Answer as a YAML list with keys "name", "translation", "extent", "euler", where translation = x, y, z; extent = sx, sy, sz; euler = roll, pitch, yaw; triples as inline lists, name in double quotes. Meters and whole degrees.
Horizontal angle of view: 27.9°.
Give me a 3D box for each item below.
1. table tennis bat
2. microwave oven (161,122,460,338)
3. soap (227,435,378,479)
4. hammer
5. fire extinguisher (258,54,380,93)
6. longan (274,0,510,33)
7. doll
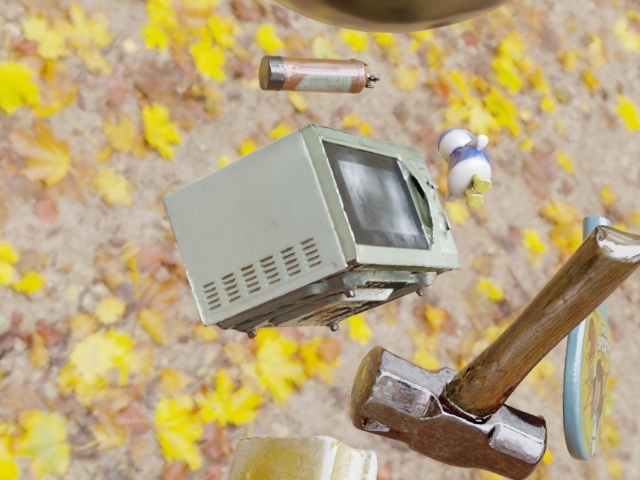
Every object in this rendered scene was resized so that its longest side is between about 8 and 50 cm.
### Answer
- name: "table tennis bat"
  translation: [0.354, 0.125, 1.694]
  extent: [0.215, 0.044, 0.329]
  euler: [45, 50, -59]
- name: "microwave oven"
  translation: [0.000, 0.000, 1.031]
  extent: [0.205, 0.163, 0.129]
  euler: [4, 63, -62]
- name: "soap"
  translation: [-0.039, 0.322, 1.238]
  extent: [0.080, 0.160, 0.257]
  euler: [26, 66, -33]
- name: "hammer"
  translation: [0.224, 0.124, 1.464]
  extent: [0.243, 0.409, 0.095]
  euler: [24, 42, -14]
- name: "fire extinguisher"
  translation: [0.007, -0.223, 1.735]
  extent: [0.177, 0.062, 0.050]
  euler: [0, 99, -21]
- name: "longan"
  translation: [0.057, -0.322, 0.956]
  extent: [0.361, 0.361, 0.361]
  euler: [24, 48, -29]
- name: "doll"
  translation: [0.172, -0.095, 1.553]
  extent: [0.058, 0.098, 0.143]
  euler: [14, 30, -20]
